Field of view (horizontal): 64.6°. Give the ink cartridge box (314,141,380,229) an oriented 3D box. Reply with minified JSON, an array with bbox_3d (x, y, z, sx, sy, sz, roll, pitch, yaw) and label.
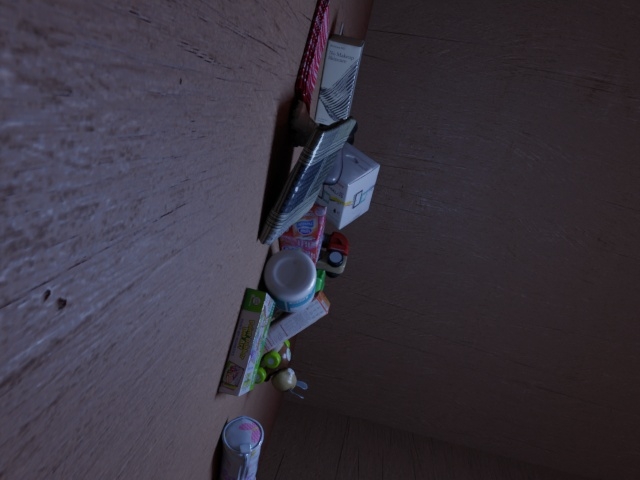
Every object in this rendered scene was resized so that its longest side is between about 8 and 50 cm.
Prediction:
[{"bbox_3d":[0.095,-0.233,2.142,0.197,0.198,0.270,-35,152,-31],"label":"ink cartridge box"}]

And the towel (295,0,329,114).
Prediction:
[{"bbox_3d":[-0.014,-0.461,1.285,0.199,0.031,0.274,87,16,-83],"label":"towel"}]

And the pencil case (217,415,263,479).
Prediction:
[{"bbox_3d":[-0.227,0.619,1.416,0.124,0.114,0.272,-88,-172,-58],"label":"pencil case"}]

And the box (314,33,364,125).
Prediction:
[{"bbox_3d":[0.060,-0.519,1.660,0.094,0.113,0.274,-70,172,-54],"label":"box"}]

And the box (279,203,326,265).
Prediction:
[{"bbox_3d":[-0.056,-0.019,1.618,0.256,0.123,0.128,95,8,-70],"label":"box"}]

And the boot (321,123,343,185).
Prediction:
[{"bbox_3d":[0.033,-0.396,1.913,0.222,0.118,0.337,78,15,-76],"label":"boot"}]

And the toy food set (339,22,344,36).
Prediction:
[{"bbox_3d":[0.099,-0.701,1.911,0.218,0.071,0.128,86,18,-80],"label":"toy food set"}]

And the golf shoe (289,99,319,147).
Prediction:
[{"bbox_3d":[-0.030,-0.287,1.259,0.176,0.086,0.069,89,16,-74],"label":"golf shoe"}]

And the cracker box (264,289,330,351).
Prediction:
[{"bbox_3d":[-0.083,0.260,1.663,0.232,0.067,0.156,-33,-179,6],"label":"cracker box"}]

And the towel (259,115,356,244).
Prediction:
[{"bbox_3d":[-0.032,-0.164,1.264,0.312,0.056,0.324,-62,174,24],"label":"towel"}]

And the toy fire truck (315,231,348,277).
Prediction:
[{"bbox_3d":[0.000,0.000,1.871,0.158,0.217,0.246,97,6,-61],"label":"toy fire truck"}]

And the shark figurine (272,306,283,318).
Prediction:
[{"bbox_3d":[-0.113,0.164,1.731,0.166,0.116,0.278,-42,178,16],"label":"shark figurine"}]

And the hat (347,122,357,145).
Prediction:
[{"bbox_3d":[0.090,-0.477,2.219,0.331,0.134,0.330,13,90,-87],"label":"hat"}]

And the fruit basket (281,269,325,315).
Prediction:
[{"bbox_3d":[-0.105,0.251,2.112,0.352,0.166,0.327,-61,-178,19],"label":"fruit basket"}]

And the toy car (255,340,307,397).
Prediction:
[{"bbox_3d":[-0.117,0.446,1.694,0.149,0.188,0.155,-49,179,14],"label":"toy car"}]

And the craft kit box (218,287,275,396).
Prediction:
[{"bbox_3d":[-0.179,0.258,1.284,0.250,0.061,0.246,89,18,-78],"label":"craft kit box"}]

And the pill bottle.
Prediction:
[{"bbox_3d":[-0.087,0.129,1.495,0.264,0.147,0.146,98,7,-71],"label":"pill bottle"}]
